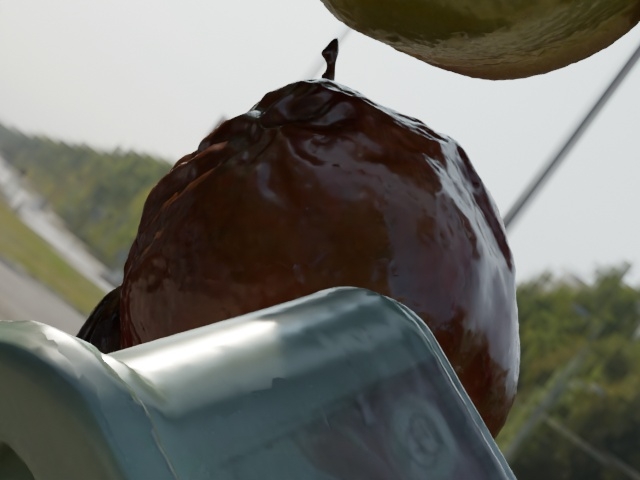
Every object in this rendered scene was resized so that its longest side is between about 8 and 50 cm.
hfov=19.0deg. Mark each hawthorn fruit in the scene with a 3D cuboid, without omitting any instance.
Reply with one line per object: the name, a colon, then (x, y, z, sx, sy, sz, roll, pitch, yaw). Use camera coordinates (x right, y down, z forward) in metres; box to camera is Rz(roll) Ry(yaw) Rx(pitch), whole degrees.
hawthorn fruit: (0.000, 0.000, 0.966, 0.207, 0.243, 0.207, 1, -32, 1)

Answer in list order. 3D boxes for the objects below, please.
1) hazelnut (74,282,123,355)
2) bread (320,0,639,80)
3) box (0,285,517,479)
hazelnut: (-0.137, 0.132, 1.708, 0.229, 0.229, 0.229, 37, -5, 4)
bread: (0.078, -0.219, 0.995, 0.270, 0.270, 0.148, 36, 11, 14)
box: (-0.002, 0.163, 0.533, 0.182, 0.175, 0.312, -21, 78, -52)
